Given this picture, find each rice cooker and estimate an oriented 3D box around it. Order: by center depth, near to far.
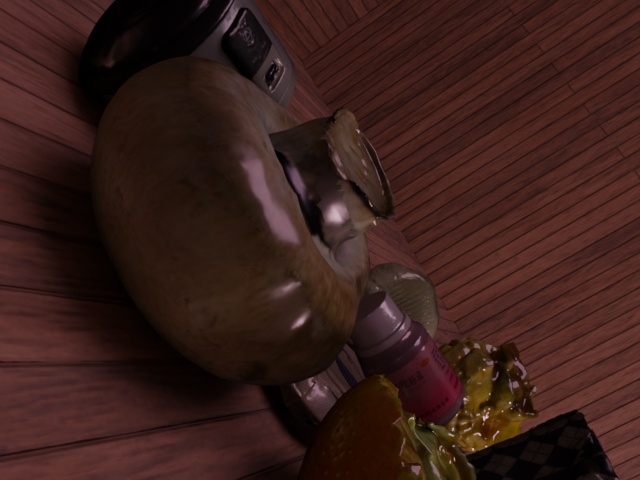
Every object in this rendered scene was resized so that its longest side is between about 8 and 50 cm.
[{"bbox_3d":[-0.169,-0.233,0.779,0.227,0.241,0.280,50,59,-44],"label":"rice cooker"}]

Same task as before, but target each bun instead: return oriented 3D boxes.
[{"bbox_3d":[0.133,0.145,1.224,0.126,0.204,0.212,-154,-119,-68],"label":"bun"}]

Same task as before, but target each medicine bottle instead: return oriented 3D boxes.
[{"bbox_3d":[0.144,0.217,1.094,0.247,0.147,0.147,55,13,-11],"label":"medicine bottle"}]

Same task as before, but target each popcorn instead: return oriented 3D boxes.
[{"bbox_3d":[0.352,0.346,1.375,0.258,0.270,0.224,10,18,-5],"label":"popcorn"}]

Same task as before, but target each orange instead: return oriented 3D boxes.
[{"bbox_3d":[0.089,0.290,0.604,0.334,0.196,0.262,40,35,-41],"label":"orange"}]

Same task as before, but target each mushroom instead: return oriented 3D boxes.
[{"bbox_3d":[-0.065,-0.023,0.618,0.352,0.260,0.352,55,19,-30],"label":"mushroom"}]

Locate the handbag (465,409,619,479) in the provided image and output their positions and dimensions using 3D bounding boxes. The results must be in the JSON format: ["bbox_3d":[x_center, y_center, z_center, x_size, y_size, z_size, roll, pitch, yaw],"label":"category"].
[{"bbox_3d":[0.336,0.465,0.832,0.180,0.317,0.416,59,11,-24],"label":"handbag"}]

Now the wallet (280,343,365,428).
[{"bbox_3d":[0.006,0.172,0.853,0.335,0.068,0.275,48,14,-42],"label":"wallet"}]
